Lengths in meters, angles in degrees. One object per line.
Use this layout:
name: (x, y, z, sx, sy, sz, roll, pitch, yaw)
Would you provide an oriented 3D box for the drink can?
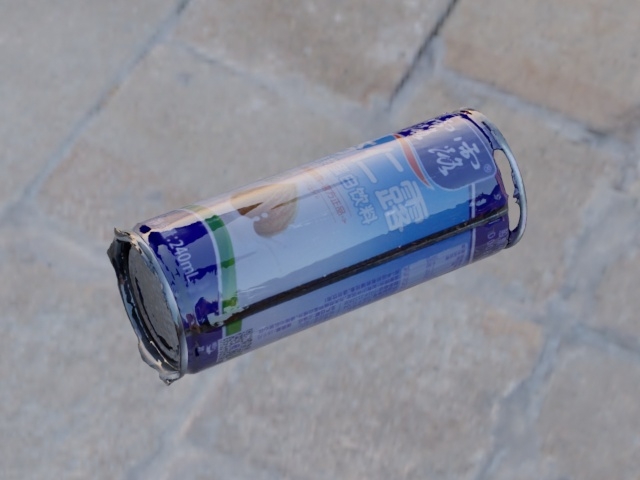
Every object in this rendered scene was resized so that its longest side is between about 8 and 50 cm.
drink can: (0.000, 0.000, 0.990, 0.235, 0.097, 0.097, -21, 54, -21)
